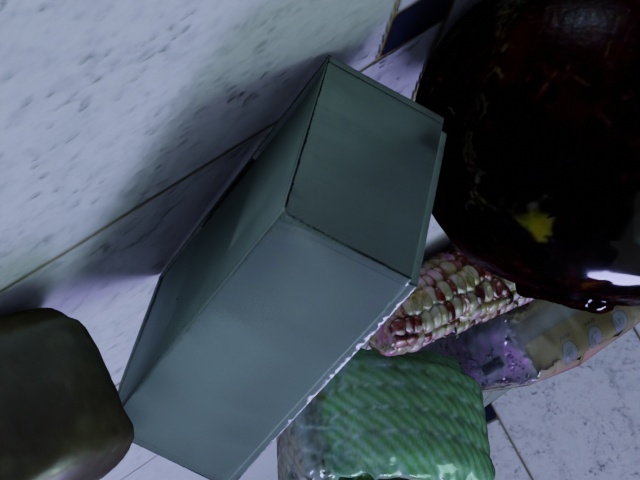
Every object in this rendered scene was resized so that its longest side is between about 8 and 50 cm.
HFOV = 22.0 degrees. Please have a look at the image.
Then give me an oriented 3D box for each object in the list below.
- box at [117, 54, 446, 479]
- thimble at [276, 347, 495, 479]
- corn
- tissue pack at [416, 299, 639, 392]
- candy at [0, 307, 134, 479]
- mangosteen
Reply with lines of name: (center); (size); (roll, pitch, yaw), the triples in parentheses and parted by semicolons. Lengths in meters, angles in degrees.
box: (-0.025, 0.022, 0.937); (0.225, 0.086, 0.129); (-50, -163, 43)
thimble: (0.056, 0.196, 1.606); (0.219, 0.150, 0.219); (-4, 151, -2)
corn: (0.149, 0.032, 1.578); (0.280, 0.092, 0.092); (-22, 161, -35)
tissue pack: (0.218, 0.077, 1.757); (0.257, 0.123, 0.215); (-24, -177, -39)
candy: (-0.215, 0.126, 0.882); (0.234, 0.104, 0.102); (-32, 171, -22)
mangosteen: (0.173, -0.090, 0.993); (0.228, 0.228, 0.265); (21, 80, -75)
